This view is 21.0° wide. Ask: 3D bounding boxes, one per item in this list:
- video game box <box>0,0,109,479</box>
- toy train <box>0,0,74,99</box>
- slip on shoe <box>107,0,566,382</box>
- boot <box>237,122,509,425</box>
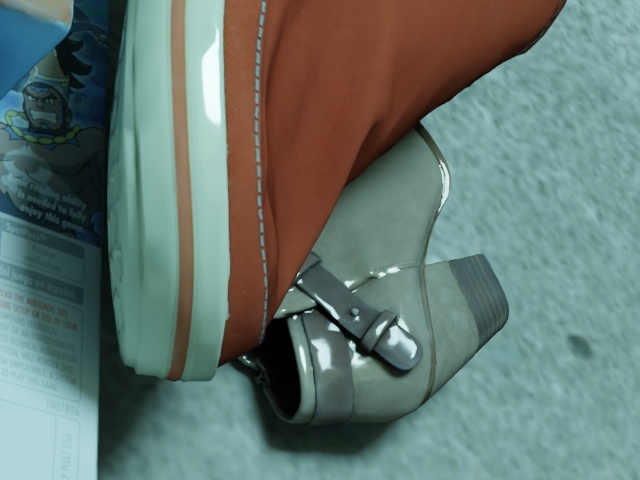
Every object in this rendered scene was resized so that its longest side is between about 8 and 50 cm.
[{"bbox_3d":[-0.147,-0.028,0.393,0.205,0.048,0.187,20,51,-29],"label":"video game box"},{"bbox_3d":[-0.137,-0.057,0.334,0.184,0.080,0.105,20,58,-31],"label":"toy train"},{"bbox_3d":[0.021,-0.085,0.492,0.101,0.123,0.331,14,40,11],"label":"slip on shoe"},{"bbox_3d":[0.000,0.000,0.508,0.087,0.042,0.118,-16,59,-35],"label":"boot"}]
